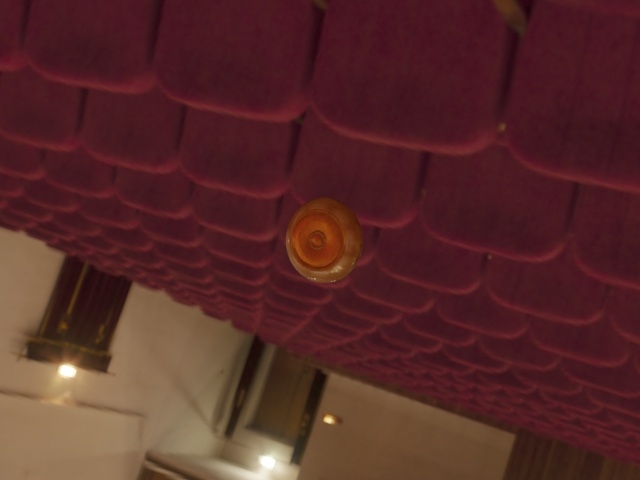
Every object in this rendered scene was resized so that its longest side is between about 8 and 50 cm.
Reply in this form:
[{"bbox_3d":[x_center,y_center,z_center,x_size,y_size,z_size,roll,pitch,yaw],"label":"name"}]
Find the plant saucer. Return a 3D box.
[{"bbox_3d":[0.000,0.000,0.908,0.083,0.083,0.015,16,-172,24],"label":"plant saucer"}]
